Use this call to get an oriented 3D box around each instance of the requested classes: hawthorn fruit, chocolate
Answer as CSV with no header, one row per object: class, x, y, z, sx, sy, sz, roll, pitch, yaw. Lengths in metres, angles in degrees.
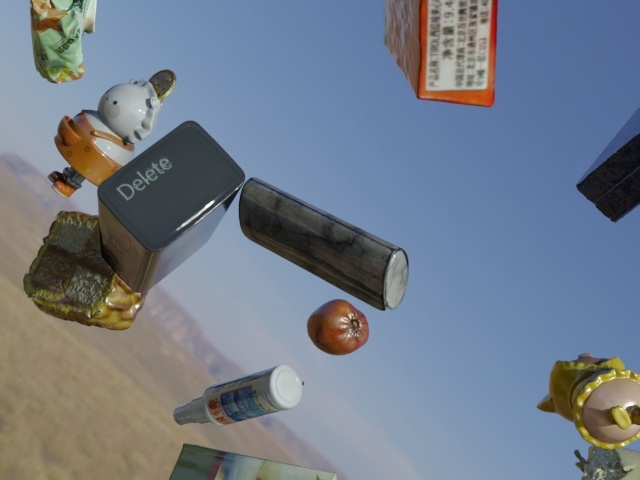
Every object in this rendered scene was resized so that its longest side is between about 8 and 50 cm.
hawthorn fruit,0.035,0.180,2.157,0.128,0.128,0.128,43,-10,9
chocolate,0.227,-0.479,2.052,0.341,0.162,0.360,-109,-167,-56

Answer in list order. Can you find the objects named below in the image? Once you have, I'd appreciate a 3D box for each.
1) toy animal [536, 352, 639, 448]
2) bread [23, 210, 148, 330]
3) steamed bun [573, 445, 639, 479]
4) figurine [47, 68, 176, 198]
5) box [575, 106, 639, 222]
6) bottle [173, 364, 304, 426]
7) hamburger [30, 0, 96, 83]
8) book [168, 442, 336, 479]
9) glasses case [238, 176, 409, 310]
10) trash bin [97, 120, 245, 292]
toy animal,0.459,0.261,1.723,0.156,0.156,0.230,46,-4,-9
bread,-0.369,0.052,1.725,0.222,0.181,0.096,14,-12,37
steamed bun,0.573,0.549,1.918,0.274,0.272,0.290,-3,-49,37
figurine,-0.338,-0.176,1.748,0.143,0.271,0.143,56,-3,5
box,0.621,-0.195,1.882,0.116,0.261,0.279,43,-28,4
bottle,-0.116,0.211,1.391,0.217,0.060,0.060,-20,-59,41
hamburger,-0.497,-0.429,2.036,0.214,0.125,0.235,116,-27,-51
book,-0.131,0.432,1.658,0.290,0.201,0.026,4,-35,26
glasses case,0.000,0.000,1.623,0.299,0.060,0.114,26,-47,33
trash bin,-0.210,-0.035,1.416,0.115,0.165,0.225,47,-23,4
